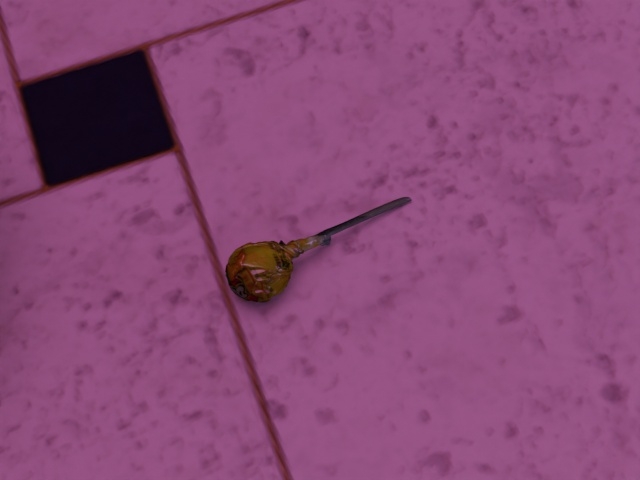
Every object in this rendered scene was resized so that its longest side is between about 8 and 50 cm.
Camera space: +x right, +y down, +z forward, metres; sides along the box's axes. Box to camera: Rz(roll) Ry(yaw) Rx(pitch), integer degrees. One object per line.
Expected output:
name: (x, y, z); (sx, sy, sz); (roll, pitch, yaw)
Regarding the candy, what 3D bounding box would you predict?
candy: (0.000, 0.000, 0.962); (0.123, 0.035, 0.035); (-27, 70, -20)
